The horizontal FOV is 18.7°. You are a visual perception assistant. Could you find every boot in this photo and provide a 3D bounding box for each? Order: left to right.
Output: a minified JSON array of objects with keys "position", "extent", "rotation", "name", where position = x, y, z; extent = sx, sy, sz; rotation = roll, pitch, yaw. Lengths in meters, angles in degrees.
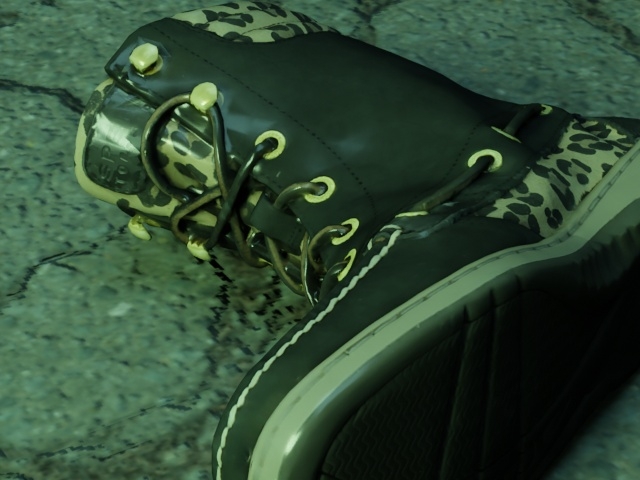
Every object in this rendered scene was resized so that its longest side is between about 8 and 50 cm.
[{"position":[0.000,0.000,0.923],"extent":[0.284,0.138,0.377],"rotation":[23,37,28],"name":"boot"}]
